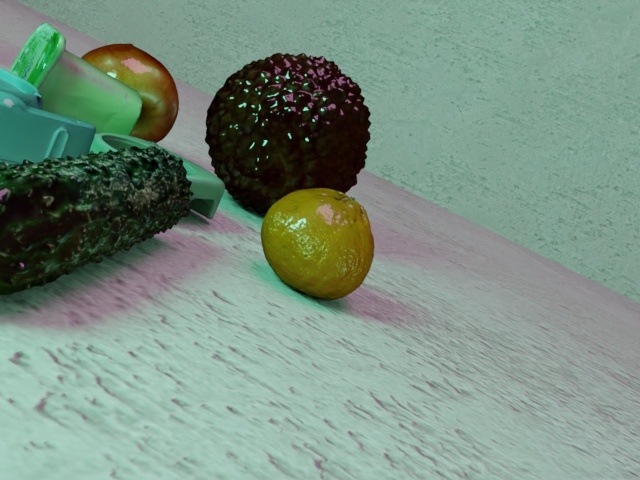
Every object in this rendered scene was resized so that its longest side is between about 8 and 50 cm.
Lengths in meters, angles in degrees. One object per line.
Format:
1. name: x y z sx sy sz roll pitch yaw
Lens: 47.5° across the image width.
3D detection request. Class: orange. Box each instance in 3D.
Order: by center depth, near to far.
1. orange: -0.002 -0.001 0.823 0.135 0.117 0.135 19 6 -2

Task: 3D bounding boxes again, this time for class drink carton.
1. drink carton: -0.324 -0.180 0.947 0.142 0.146 0.144 26 8 -39

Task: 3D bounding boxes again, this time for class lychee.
1. lychee: -0.054 -0.153 1.129 0.264 0.300 0.264 22 50 -29

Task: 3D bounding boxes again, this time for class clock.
1. clock: -0.385 -0.143 0.730 0.274 0.094 0.223 32 12 29
2. clock: -0.215 -0.077 0.869 0.148 0.060 0.188 29 12 20

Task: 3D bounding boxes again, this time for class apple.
1. apple: -0.298 -0.218 1.101 0.163 0.163 0.139 15 31 -41

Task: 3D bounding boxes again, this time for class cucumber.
1. cucumber: -0.196 -0.027 0.591 0.096 0.096 0.359 25 10 2
